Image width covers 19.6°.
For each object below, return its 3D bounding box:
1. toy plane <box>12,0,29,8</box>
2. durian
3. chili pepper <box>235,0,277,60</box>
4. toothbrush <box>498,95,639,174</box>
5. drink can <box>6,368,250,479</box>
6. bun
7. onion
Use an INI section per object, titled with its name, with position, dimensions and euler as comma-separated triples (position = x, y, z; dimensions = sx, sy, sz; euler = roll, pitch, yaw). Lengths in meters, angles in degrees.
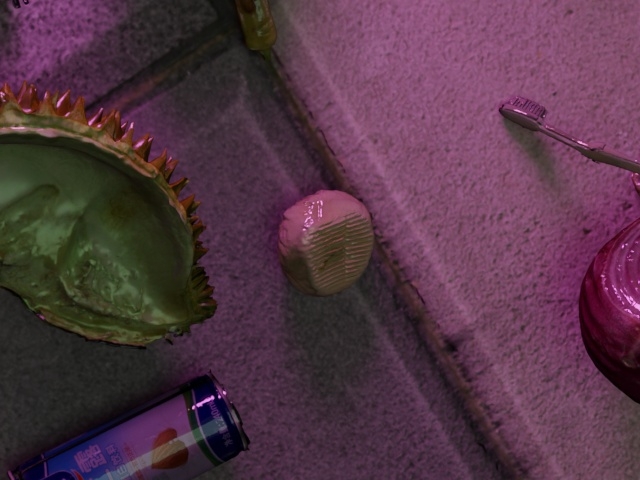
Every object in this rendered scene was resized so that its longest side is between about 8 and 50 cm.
[toy plane]
position = -0.306, -0.276, 1.765
dimensions = 0.031, 0.049, 0.120
euler = -16, 90, -16
[durian]
position = -0.245, -0.028, 1.762
dimensions = 0.394, 0.163, 0.198
euler = 38, 67, -28
[chili pepper]
position = -0.063, -0.282, 1.852
dimensions = 0.049, 0.043, 0.208
euler = 2, 102, -7
[toothbrush]
position = 0.322, -0.085, 1.953
dimensions = 0.294, 0.026, 0.028
euler = 28, 66, 16
[drink can]
position = -0.196, 0.226, 1.899
dimensions = 0.235, 0.097, 0.097
euler = -26, 110, -13
[bun]
position = 0.000, 0.000, 1.927
dimensions = 0.115, 0.069, 0.115
euler = -19, 123, -31
[onion]
position = 0.401, 0.077, 2.007
dimensions = 0.230, 0.272, 0.256
euler = -42, 118, 6
